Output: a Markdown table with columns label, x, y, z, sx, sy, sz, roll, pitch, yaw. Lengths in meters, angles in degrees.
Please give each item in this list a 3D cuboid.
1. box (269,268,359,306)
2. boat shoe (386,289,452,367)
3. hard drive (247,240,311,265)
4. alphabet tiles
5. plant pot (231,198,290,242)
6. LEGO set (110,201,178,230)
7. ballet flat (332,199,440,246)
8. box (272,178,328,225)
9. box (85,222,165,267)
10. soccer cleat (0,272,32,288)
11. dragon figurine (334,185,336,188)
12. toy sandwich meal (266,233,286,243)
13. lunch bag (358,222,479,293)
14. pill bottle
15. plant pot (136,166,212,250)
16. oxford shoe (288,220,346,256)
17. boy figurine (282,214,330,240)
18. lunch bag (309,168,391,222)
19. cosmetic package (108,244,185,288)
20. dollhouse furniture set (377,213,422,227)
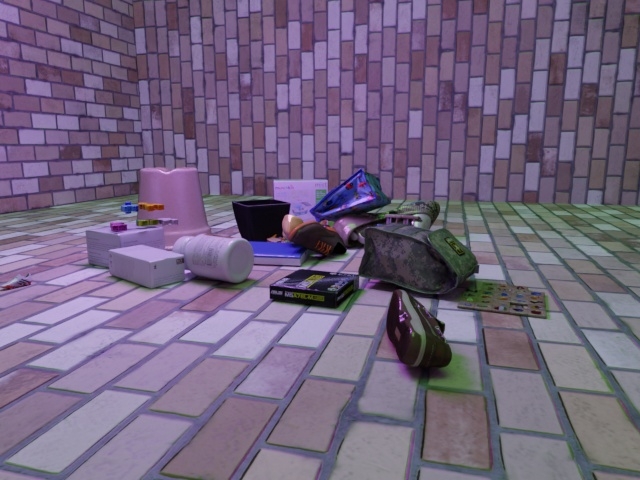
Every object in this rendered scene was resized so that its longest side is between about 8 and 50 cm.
| label | x | y | z | sx | sy | sz | roll | pitch | yaw |
| --- | --- | --- | --- | --- | --- | --- | --- | --- | --- |
| box | -0.011 | 0.121 | 1.273 | 0.184 | 0.045 | 0.191 | 7 | 12 | 22 |
| boat shoe | 0.188 | 0.173 | 0.926 | 0.095 | 0.095 | 0.257 | 13 | 17 | -3 |
| hard drive | -0.206 | 0.042 | 1.687 | 0.319 | 0.040 | 0.210 | 2 | 11 | 9 |
| alphabet tiles | 0.466 | 0.146 | 1.232 | 0.199 | 0.009 | 0.237 | 4 | 11 | 23 |
| plant pot | -0.242 | -0.075 | 1.963 | 0.188 | 0.166 | 0.188 | -6 | 13 | -28 |
| LEGO set | -0.607 | -0.090 | 1.627 | 0.227 | 0.086 | 0.093 | -8 | 15 | -44 |
| ballet flat | 0.292 | -0.044 | 1.919 | 0.483 | 0.163 | 0.182 | -9 | 35 | -16 |
| box | -0.099 | -0.183 | 2.354 | 0.262 | 0.230 | 0.127 | -1 | 11 | -8 |
| box | -0.654 | 0.016 | 1.627 | 0.182 | 0.118 | 0.181 | 7 | 12 | 31 |
| soccer cleat | -0.849 | 0.113 | 1.344 | 0.029 | 0.035 | 0.083 | 8 | 14 | 36 |
| dragon figurine | 0.177 | -0.155 | 2.286 | 0.144 | 0.289 | 0.085 | -34 | 1 | -18 |
| toy sandwich meal | -0.173 | 0.001 | 1.884 | 0.086 | 0.029 | 0.085 | 2 | 27 | -1 |
| lunch bag | 0.286 | 0.047 | 1.350 | 0.287 | 0.168 | 0.235 | 14 | 13 | 27 |
| pill bottle | -0.322 | 0.047 | 1.426 | 0.230 | 0.131 | 0.131 | 7 | 13 | 32 |
| plant pot | -0.599 | -0.140 | 1.939 | 0.334 | 0.305 | 0.334 | 0 | 11 | 0 |
| oxford shoe | 0.000 | 0.000 | 1.664 | 0.271 | 0.096 | 0.098 | 5 | 37 | -52 |
| boy figurine | -0.068 | -0.034 | 1.793 | 0.177 | 0.092 | 0.285 | 0 | -7 | 27 |
| lunch bag | 0.107 | -0.146 | 1.954 | 0.293 | 0.138 | 0.221 | -30 | -13 | 19 |
| cosmetic package | -0.516 | 0.073 | 1.427 | 0.231 | 0.085 | 0.117 | 11 | 16 | 39 |
| dollhouse furniture set | 0.279 | -0.033 | 1.712 | 0.129 | 0.129 | 0.184 | 4 | -7 | 21 |
